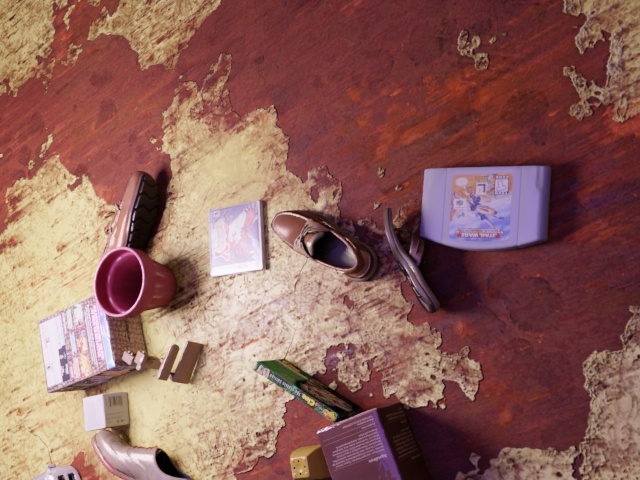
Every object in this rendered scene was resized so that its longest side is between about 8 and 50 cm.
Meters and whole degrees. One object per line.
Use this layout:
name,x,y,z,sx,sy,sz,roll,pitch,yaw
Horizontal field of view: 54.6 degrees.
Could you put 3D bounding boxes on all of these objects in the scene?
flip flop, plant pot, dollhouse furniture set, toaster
flip flop,0.226,0.042,1.493,0.080,0.112,0.277,-28,70,2
plant pot,-0.532,0.129,1.830,0.201,0.180,0.201,-5,79,27
dollhouse furniture set,-0.458,0.323,1.797,0.151,0.144,0.123,18,85,43
toaster,-0.808,0.805,1.896,0.146,0.129,0.227,-40,64,14
plant pot,-0.032,0.560,1.550,0.081,0.083,0.081,-16,74,25

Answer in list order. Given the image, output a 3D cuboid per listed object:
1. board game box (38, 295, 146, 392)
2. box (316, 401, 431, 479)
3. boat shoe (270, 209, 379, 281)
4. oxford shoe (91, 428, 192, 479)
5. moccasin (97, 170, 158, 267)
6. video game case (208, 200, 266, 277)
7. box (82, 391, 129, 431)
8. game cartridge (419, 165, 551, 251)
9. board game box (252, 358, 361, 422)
board game box,-0.704,0.317,1.913,0.291,0.141,0.232,-23,72,23
box,0.125,0.501,1.428,0.167,0.168,0.203,-28,69,21
boat shoe,0.000,0.000,1.604,0.324,0.120,0.122,25,93,29
oxford shoe,-0.506,0.630,1.777,0.348,0.123,0.130,30,93,18
moccasin,-0.611,-0.034,1.935,0.147,0.139,0.380,19,100,20
video game case,-0.243,-0.003,1.789,0.183,0.023,0.201,-10,77,26
box,-0.648,0.516,1.872,0.087,0.101,0.102,-16,75,25
game cartridge,0.381,-0.074,1.455,0.297,0.062,0.198,1,78,28
board game box,-0.034,0.371,1.553,0.260,0.136,0.030,26,98,29
